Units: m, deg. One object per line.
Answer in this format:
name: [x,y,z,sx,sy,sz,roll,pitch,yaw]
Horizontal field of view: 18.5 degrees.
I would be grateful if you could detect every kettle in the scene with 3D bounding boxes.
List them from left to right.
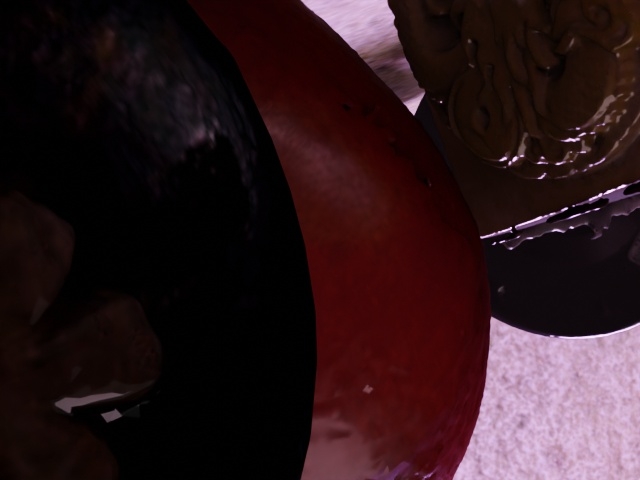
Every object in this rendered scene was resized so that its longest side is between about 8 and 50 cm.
kettle: [0.193,-0.088,1.310,0.207,0.251,0.271,19,-161,12]

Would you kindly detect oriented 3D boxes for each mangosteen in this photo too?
mangosteen: [-0.122,0.011,0.440,0.243,0.243,0.243,-20,178,-1]

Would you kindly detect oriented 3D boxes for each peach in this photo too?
peach: [-0.022,0.023,0.640,0.158,0.267,0.154,-32,-157,-5]

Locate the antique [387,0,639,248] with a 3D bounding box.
antique: [0.110,-0.089,0.650,0.148,0.152,0.146,-15,175,-38]
